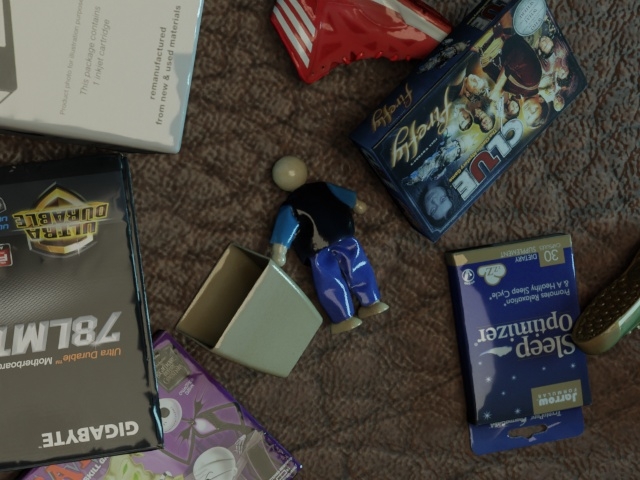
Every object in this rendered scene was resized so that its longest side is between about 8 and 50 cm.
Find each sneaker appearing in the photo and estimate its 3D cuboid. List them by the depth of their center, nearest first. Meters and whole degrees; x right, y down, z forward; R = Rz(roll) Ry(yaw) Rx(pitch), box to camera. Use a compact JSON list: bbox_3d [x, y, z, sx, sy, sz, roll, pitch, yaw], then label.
[{"bbox_3d":[0.045,-0.205,1.810,0.221,0.087,0.128,29,104,-16],"label":"sneaker"},{"bbox_3d":[0.356,0.069,1.882,0.192,0.064,0.086,-48,117,-19],"label":"sneaker"}]

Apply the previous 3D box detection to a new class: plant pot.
[{"bbox_3d":[-0.065,0.079,1.772,0.096,0.109,0.109,36,84,-26],"label":"plant pot"}]

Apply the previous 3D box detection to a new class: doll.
[{"bbox_3d":[0.000,0.000,1.806,0.129,0.046,0.189,-27,97,-29],"label":"doll"}]

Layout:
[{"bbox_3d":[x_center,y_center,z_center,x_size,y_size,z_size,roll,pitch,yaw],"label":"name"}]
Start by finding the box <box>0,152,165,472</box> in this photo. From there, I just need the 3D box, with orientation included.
[{"bbox_3d":[-0.315,0.078,1.692,0.295,0.073,0.293,-6,83,-11],"label":"box"}]

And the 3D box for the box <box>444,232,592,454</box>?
[{"bbox_3d":[0.216,0.113,1.876,0.136,0.036,0.225,-9,96,-14],"label":"box"}]

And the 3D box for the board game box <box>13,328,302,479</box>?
[{"bbox_3d":[-0.207,0.284,1.760,0.208,0.056,0.347,45,78,-8],"label":"board game box"}]

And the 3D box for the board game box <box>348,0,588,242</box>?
[{"bbox_3d":[0.157,-0.136,1.804,0.243,0.042,0.165,-46,135,-8],"label":"board game box"}]

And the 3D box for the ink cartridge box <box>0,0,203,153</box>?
[{"bbox_3d":[-0.329,-0.187,1.595,0.394,0.285,0.166,9,91,-14],"label":"ink cartridge box"}]
